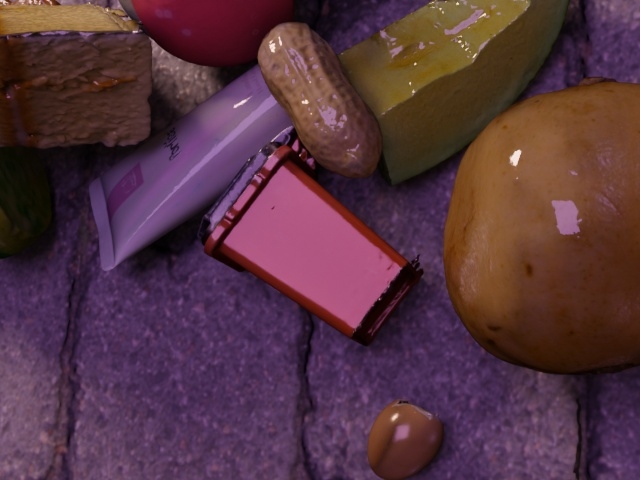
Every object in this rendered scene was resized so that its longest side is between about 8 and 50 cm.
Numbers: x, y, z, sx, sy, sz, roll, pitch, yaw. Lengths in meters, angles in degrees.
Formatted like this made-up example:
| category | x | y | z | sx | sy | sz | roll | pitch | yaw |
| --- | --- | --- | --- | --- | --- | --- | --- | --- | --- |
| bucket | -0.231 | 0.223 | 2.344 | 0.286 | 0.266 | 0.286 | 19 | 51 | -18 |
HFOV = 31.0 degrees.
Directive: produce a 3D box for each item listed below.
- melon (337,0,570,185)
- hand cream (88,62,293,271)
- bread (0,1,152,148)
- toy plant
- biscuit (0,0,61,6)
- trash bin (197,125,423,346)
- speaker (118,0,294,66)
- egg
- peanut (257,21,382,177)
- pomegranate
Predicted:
| category | x | y | z | sx | sy | sz | roll | pitch | yaw |
| --- | --- | --- | --- | --- | --- | --- | --- | --- | --- |
| melon | 0.168 | -0.228 | 1.395 | 0.323 | 0.124 | 0.196 | -33 | 69 | 3 |
| hand cream | -0.148 | -0.112 | 1.477 | 0.359 | 0.118 | 0.185 | -32 | 45 | 10 |
| bread | -0.408 | -0.277 | 1.452 | 0.346 | 0.242 | 0.404 | -10 | 52 | -11 |
| toy plant | -0.536 | -0.038 | 1.550 | 0.316 | 0.224 | 0.184 | -17 | 114 | 12 |
| biscuit | -0.443 | -0.270 | 1.661 | 0.295 | 0.044 | 0.185 | 16 | 84 | 24 |
| trash bin | 0.000 | 0.000 | 1.377 | 0.239 | 0.161 | 0.184 | 35 | 89 | 16 |
| speaker | -0.134 | -0.360 | 1.435 | 0.294 | 0.294 | 0.294 | -5 | 73 | 18 |
| egg | 0.094 | 0.229 | 1.313 | 0.080 | 0.080 | 0.096 | 30 | 83 | 24 |
| peanut | 0.001 | -0.159 | 1.328 | 0.090 | 0.098 | 0.214 | -28 | 67 | -3 |
| pomegranate | 0.276 | -0.016 | 1.185 | 0.333 | 0.332 | 0.332 | -5 | 73 | 18 |
